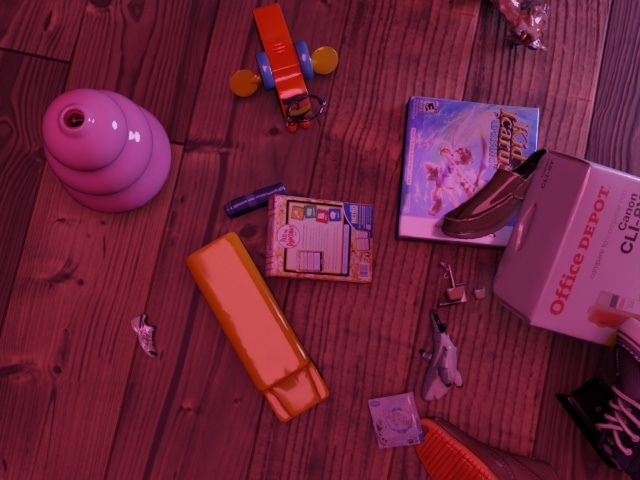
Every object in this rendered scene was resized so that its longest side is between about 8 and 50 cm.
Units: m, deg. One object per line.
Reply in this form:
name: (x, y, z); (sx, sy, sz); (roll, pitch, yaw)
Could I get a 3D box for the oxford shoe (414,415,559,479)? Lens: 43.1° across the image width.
oxford shoe: (0.322, 0.426, 1.428); (0.364, 0.130, 0.133); (40, 48, 12)

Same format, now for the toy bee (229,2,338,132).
toy bee: (-0.070, -0.283, 1.493); (0.195, 0.162, 0.298); (2, 58, 8)

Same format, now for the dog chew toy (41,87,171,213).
dog chew toy: (-0.370, -0.160, 1.365); (0.207, 0.332, 0.206); (0, 83, 0)

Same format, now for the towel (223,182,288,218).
towel: (-0.120, -0.075, 1.491); (0.119, 0.067, 0.029); (-21, 85, -3)

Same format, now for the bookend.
bookend: (0.539, 0.300, 1.451); (0.157, 0.072, 0.156); (-34, 84, -5)

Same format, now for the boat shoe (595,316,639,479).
boat shoe: (0.504, 0.272, 1.282); (0.158, 0.127, 0.340); (-40, 125, -1)

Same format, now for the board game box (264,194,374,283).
board game box: (0.000, 0.000, 1.464); (0.194, 0.045, 0.146); (6, 82, -20)

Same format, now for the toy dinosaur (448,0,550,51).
toy dinosaur: (0.386, -0.480, 1.529); (0.200, 0.127, 0.295); (36, 71, -4)

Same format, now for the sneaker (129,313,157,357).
sneaker: (-0.314, 0.173, 1.474); (0.037, 0.032, 0.083); (-29, 85, -4)

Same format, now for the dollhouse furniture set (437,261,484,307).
dollhouse furniture set: (0.251, 0.067, 1.457); (0.091, 0.114, 0.081); (-11, 79, 0)

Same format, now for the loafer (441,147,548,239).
loafer: (0.313, -0.086, 1.416); (0.251, 0.094, 0.087); (-29, 115, -15)

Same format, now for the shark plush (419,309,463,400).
shark plush: (0.208, 0.208, 1.469); (0.067, 0.073, 0.161); (-9, 87, 28)

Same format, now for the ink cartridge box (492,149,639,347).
ink cartridge box: (0.526, 0.040, 1.363); (0.385, 0.160, 0.279); (15, 100, -14)

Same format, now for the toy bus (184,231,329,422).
toy bus: (-0.108, 0.155, 1.430); (0.108, 0.130, 0.332); (-30, 84, -4)

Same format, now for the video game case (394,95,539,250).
video game case: (0.273, -0.123, 1.507); (0.244, 0.061, 0.269); (6, 83, -1)

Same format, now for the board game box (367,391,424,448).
board game box: (0.134, 0.321, 1.443); (0.090, 0.020, 0.090); (-18, 83, 37)
